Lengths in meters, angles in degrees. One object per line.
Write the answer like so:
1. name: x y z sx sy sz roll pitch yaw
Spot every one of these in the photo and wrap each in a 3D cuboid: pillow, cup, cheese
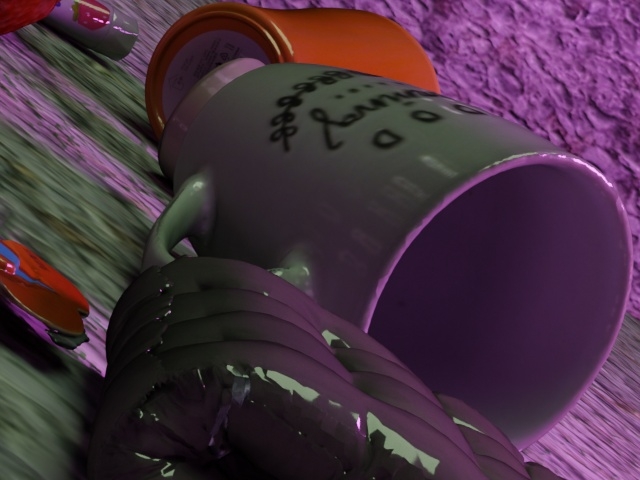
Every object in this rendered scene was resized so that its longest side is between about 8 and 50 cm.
1. pillow: 0.058 0.128 0.734 0.326 0.101 0.228 38 4 -9
2. cup: 0.000 0.000 1.058 0.258 0.186 0.234 -5 26 -37
3. cheese: -0.195 -0.038 0.782 0.256 0.037 0.106 38 8 -7
4. cup: -0.017 -0.089 1.549 0.264 0.182 0.226 3 65 -65

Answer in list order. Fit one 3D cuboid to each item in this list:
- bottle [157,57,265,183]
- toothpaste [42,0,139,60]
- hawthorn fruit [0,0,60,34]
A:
1. bottle: 0.003 -0.019 1.316 0.233 0.110 0.110 40 8 22
2. toothpaste: -0.242 -0.209 1.613 0.194 0.043 0.067 26 15 -32
3. hawthorn fruit: -0.240 -0.242 1.154 0.253 0.205 0.205 39 6 -26
